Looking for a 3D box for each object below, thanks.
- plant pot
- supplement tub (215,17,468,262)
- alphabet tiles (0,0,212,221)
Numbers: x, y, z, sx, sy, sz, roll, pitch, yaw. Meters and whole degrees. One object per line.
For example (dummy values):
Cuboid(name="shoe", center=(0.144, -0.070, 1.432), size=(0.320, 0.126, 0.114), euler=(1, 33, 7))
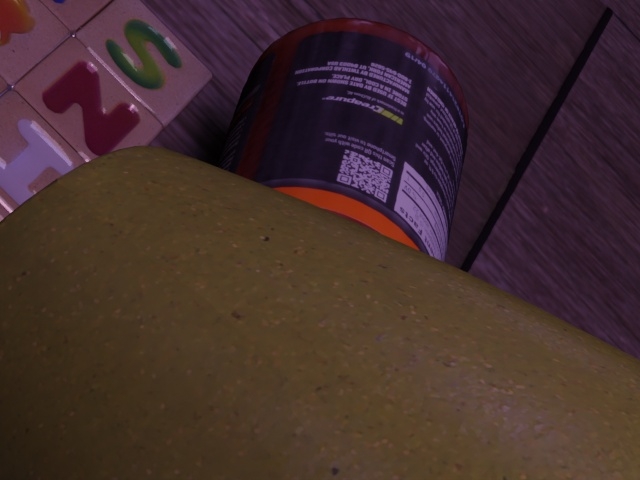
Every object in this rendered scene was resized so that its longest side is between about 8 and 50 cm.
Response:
Cuboid(name="plant pot", center=(0.008, 0.114, 0.603), size=(0.293, 0.274, 0.275), euler=(42, 32, 18))
Cuboid(name="supplement tub", center=(0.000, 0.000, 0.799), size=(0.106, 0.106, 0.198), euler=(38, 37, -17))
Cuboid(name="alphabet tiles", center=(-0.188, -0.121, 0.783), size=(0.285, 0.011, 0.342), euler=(46, 35, -7))
